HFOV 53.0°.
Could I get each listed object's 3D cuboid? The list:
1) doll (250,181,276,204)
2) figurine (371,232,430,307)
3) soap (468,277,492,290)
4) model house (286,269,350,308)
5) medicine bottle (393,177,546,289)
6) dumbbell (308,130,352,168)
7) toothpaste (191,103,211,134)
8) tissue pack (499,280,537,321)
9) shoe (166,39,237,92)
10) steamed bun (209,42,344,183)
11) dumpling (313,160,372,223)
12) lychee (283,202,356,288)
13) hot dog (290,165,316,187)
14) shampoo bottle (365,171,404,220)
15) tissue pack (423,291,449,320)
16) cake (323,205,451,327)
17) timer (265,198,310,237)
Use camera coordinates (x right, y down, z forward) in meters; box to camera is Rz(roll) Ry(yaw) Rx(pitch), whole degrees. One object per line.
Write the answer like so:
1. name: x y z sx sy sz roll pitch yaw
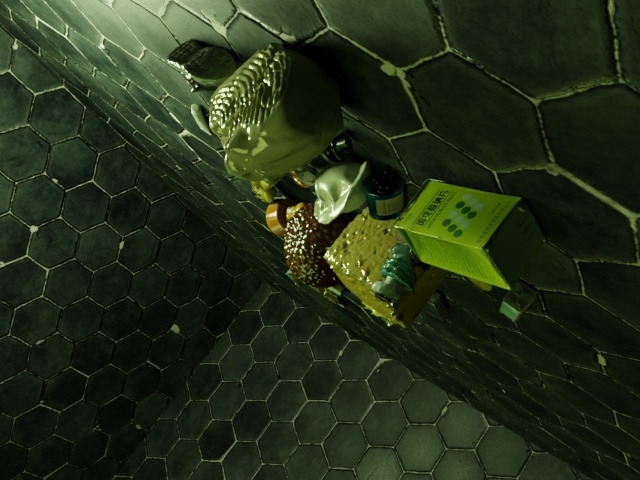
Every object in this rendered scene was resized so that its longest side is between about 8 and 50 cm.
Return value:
1. doll: -0.182 -0.189 2.042 0.117 0.086 0.291 53 171 9
2. figurine: 0.203 0.029 1.442 0.110 0.245 0.138 28 171 27
3. soap: 0.366 0.063 1.591 0.168 0.033 0.089 45 167 -31
4. model house: 0.036 0.081 2.104 0.215 0.224 0.198 32 167 19
5. medicine bottle: 0.291 -0.018 1.267 0.250 0.137 0.141 19 158 52
6. dumbbell: 0.013 -0.208 1.465 0.081 0.081 0.254 41 167 -16
7. toothpaste: -0.377 -0.379 2.018 0.048 0.031 0.190 33 170 7
8. tissue pack: 0.468 0.145 1.524 0.059 0.074 0.094 40 170 21
9. shoe: -0.267 -0.388 1.515 0.227 0.099 0.125 33 160 39
10. steamed bun: -0.083 -0.234 1.270 0.203 0.276 0.289 32 147 -32
11. dumpling: 0.043 -0.111 1.529 0.216 0.166 0.126 11 151 47
12. lychee: 0.000 0.000 1.900 0.271 0.271 0.271 35 167 9
13. hot dog: -0.066 -0.203 1.610 0.108 0.059 0.191 41 -164 -39
14. shampoo bottle: 0.151 -0.102 1.491 0.087 0.050 0.183 -7 158 6
15. tissue pack: 0.346 0.191 2.058 0.112 0.051 0.156 30 166 32
16. cake: 0.192 0.079 1.683 0.222 0.227 0.286 31 165 41
17. timer: -0.087 -0.088 2.125 0.132 0.132 0.152 43 146 -24
